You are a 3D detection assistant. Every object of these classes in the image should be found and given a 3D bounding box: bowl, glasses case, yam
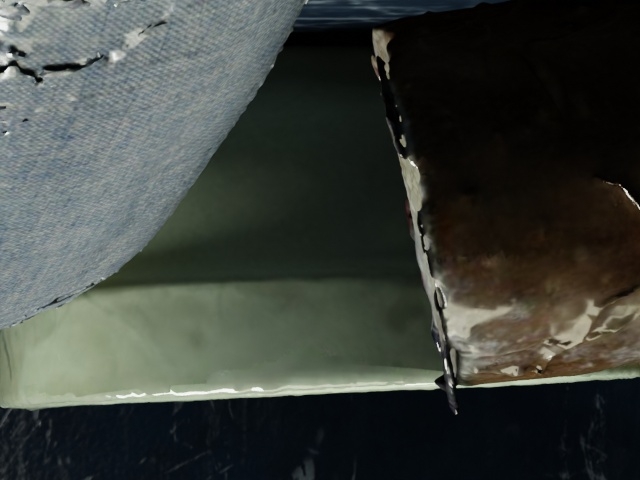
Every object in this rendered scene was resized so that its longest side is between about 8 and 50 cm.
[{"bbox_3d":[0.000,0.000,0.872,0.307,0.163,0.307,0,176,0],"label":"bowl"},{"bbox_3d":[-0.081,-0.035,0.524,0.109,0.067,0.282,-14,164,-26],"label":"glasses case"},{"bbox_3d":[0.152,-0.029,0.565,0.279,0.131,0.131,-9,178,-8],"label":"yam"}]
